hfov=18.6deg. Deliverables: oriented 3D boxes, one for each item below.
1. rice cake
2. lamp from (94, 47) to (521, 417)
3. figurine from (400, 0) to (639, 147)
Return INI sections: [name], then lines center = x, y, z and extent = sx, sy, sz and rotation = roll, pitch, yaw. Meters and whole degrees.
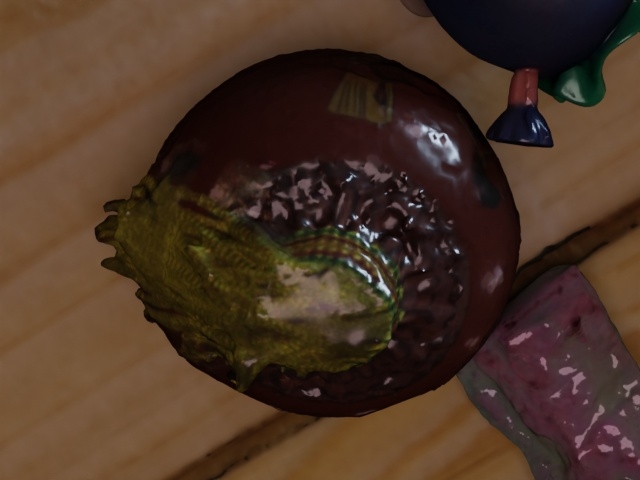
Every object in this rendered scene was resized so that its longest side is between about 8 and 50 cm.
[rice cake]
center = 0.153, 0.147, 0.880
extent = 0.081, 0.051, 0.290
rotation = -28, 103, 5
[lamp]
center = 0.003, 0.004, 0.795
extent = 0.156, 0.135, 0.157
rotation = 41, 101, -12
[figurine]
center = 0.056, -0.129, 0.780
extent = 0.195, 0.102, 0.111
rotation = 38, 109, -11
